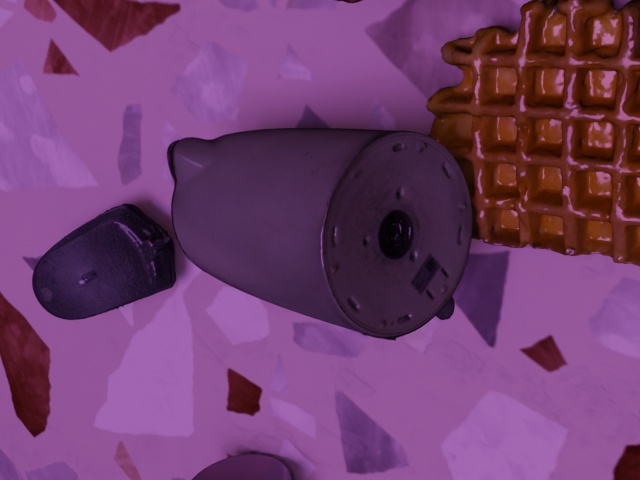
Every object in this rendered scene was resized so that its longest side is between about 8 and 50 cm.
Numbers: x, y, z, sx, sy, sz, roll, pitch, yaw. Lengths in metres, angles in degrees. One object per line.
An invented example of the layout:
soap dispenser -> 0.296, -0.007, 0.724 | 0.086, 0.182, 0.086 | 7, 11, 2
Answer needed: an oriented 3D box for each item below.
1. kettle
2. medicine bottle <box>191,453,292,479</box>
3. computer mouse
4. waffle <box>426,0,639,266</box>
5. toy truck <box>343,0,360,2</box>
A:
kettle -> 0.000, 0.000, 0.804 | 0.255, 0.165, 0.240 | 9, 148, 49
medicine bottle -> -0.076, 0.396, 1.072 | 0.133, 0.133, 0.250 | 1, 111, 34
computer mouse -> -0.249, 0.025, 1.058 | 0.229, 0.068, 0.113 | -21, 103, 29
waffle -> 0.183, -0.099, 0.714 | 0.229, 0.057, 0.219 | 10, 116, 31
toy truck -> 0.064, -0.324, 0.630 | 0.189, 0.239, 0.265 | -1, 151, 35
